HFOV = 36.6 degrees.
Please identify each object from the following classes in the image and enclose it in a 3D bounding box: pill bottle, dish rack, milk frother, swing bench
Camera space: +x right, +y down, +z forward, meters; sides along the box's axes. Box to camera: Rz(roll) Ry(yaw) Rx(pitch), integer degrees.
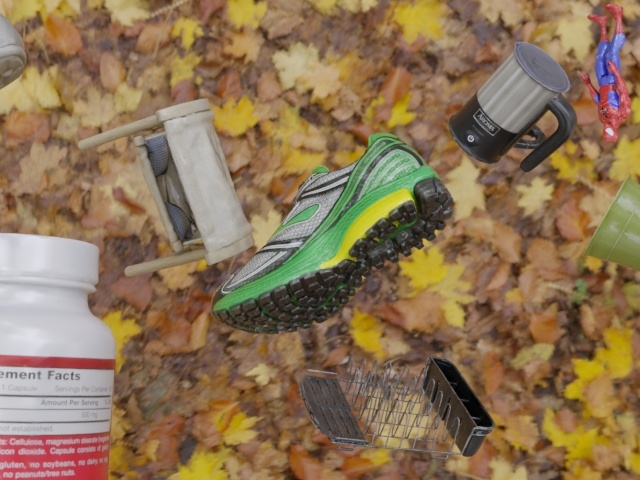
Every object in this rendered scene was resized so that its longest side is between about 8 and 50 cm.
[{"bbox_3d":[-0.346,0.203,1.070,0.229,0.229,0.407,4,82,-17],"label":"pill bottle"},{"bbox_3d":[0.108,0.249,1.489,0.272,0.208,0.074,9,110,-19],"label":"dish rack"},{"bbox_3d":[0.256,-0.171,1.214,0.129,0.134,0.143,36,39,-7],"label":"milk frother"},{"bbox_3d":[-0.237,-0.089,1.624,0.165,0.255,0.253,-24,100,-45],"label":"swing bench"}]

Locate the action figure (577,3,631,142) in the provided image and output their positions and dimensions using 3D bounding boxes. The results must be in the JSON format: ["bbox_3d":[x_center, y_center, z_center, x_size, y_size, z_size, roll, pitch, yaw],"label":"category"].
[{"bbox_3d":[0.240,-0.138,0.811,0.030,0.038,0.115,2,79,-27],"label":"action figure"}]

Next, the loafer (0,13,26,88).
[{"bbox_3d":[-0.340,-0.161,0.818,0.112,0.320,0.111,-31,109,-33],"label":"loafer"}]

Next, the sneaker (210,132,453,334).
[{"bbox_3d":[0.000,0.000,1.231,0.344,0.134,0.146,-35,57,12],"label":"sneaker"}]

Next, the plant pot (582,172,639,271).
[{"bbox_3d":[0.282,-0.004,0.835,0.079,0.083,0.083,29,66,15],"label":"plant pot"}]
